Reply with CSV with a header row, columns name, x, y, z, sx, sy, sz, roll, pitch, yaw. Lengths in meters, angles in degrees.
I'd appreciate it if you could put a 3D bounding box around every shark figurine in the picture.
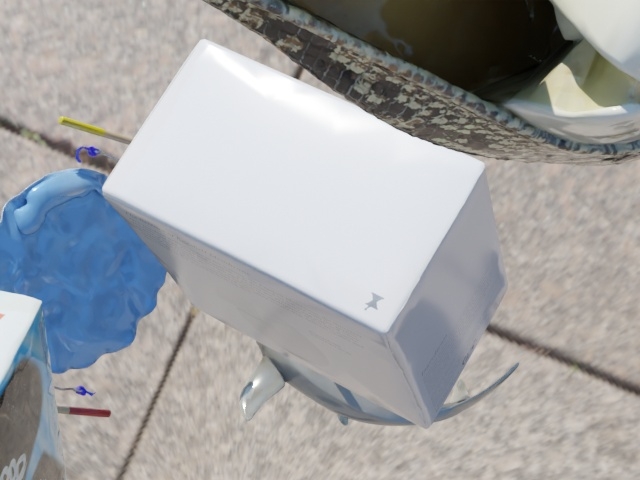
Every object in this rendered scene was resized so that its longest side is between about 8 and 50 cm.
name,x,y,z,sx,sy,sz,roll,pitch,yaw
shark figurine,0.036,0.120,1.361,0.278,0.116,0.166,26,50,5

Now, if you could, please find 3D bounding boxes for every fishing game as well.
name,x,y,z,sx,sy,sz,roll,pitch,yaw
fishing game,-0.221,0.026,1.240,0.189,0.041,0.264,10,97,-41

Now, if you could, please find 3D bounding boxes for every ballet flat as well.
name,x,y,z,sx,sy,sz,roll,pitch,yaw
ballet flat,0.042,-0.123,0.560,0.482,0.182,0.164,18,100,-27

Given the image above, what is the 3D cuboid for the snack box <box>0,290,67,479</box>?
name,x,y,z,sx,sy,sz,roll,pitch,yaw
snack box,-0.210,0.200,0.843,0.060,0.322,0.187,13,48,8

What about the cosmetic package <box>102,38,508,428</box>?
name,x,y,z,sx,sy,sz,roll,pitch,yaw
cosmetic package,0.000,0.000,1.005,0.224,0.225,0.138,26,76,20
